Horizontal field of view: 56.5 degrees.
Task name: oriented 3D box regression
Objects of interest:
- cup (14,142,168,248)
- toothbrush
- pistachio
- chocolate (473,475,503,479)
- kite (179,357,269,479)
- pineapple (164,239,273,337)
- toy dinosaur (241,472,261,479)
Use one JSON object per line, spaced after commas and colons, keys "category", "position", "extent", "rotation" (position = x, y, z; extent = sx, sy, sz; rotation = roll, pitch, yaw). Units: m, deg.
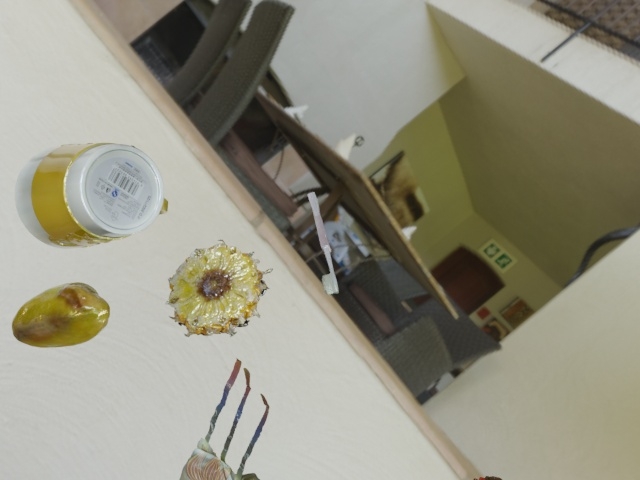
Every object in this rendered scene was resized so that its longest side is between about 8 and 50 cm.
{"category": "cup", "position": [-0.367, -0.076, 1.029], "extent": [0.226, 0.185, 0.241], "rotation": [-1, -7, 45]}
{"category": "toothbrush", "position": [0.002, -0.001, 0.738], "extent": [0.194, 0.017, 0.014], "rotation": [-100, 170, -51]}
{"category": "pistachio", "position": [-0.460, 0.139, 1.082], "extent": [0.100, 0.189, 0.110], "rotation": [-92, 161, -56]}
{"category": "chocolate", "position": [0.262, 0.398, 0.831], "extent": [0.182, 0.086, 0.028], "rotation": [-119, -153, -60]}
{"category": "kite", "position": [-0.102, 0.238, 0.619], "extent": [0.016, 0.229, 0.127], "rotation": [7, 20, -45]}
{"category": "pineapple", "position": [-0.199, 0.091, 1.163], "extent": [0.221, 0.221, 0.047], "rotation": [51, -15, 26]}
{"category": "toy dinosaur", "position": [-0.078, 0.388, 0.725], "extent": [0.179, 0.187, 0.087], "rotation": [69, -16, -10]}
